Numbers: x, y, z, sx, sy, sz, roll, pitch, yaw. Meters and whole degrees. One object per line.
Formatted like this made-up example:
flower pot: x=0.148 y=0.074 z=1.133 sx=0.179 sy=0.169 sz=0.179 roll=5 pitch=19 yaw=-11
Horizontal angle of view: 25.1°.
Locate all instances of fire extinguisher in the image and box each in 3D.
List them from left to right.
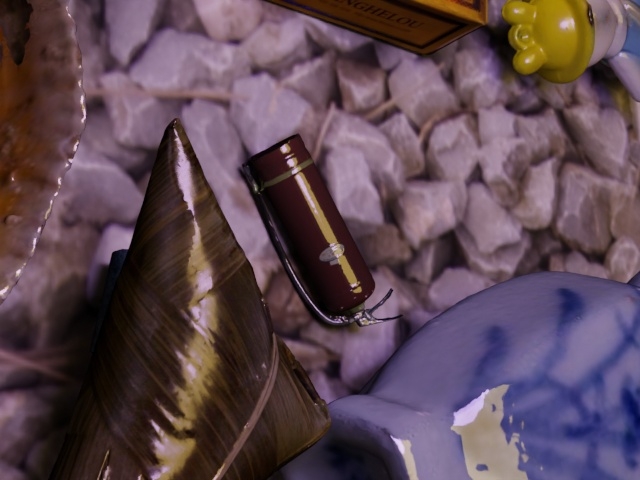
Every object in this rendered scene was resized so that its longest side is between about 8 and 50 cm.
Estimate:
fire extinguisher: x=0.000 y=0.000 z=1.067 sx=0.064 sy=0.043 sz=0.158 roll=-28 pitch=94 yaw=-9

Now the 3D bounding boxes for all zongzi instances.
zongzi: x=-0.119 y=0.093 z=0.822 sx=0.248 sy=0.111 sz=0.241 roll=-46 pitch=129 yaw=-37

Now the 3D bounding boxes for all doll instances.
doll: x=0.253 y=-0.195 z=1.277 sx=0.241 sy=0.098 sz=0.135 roll=-14 pitch=125 yaw=-37

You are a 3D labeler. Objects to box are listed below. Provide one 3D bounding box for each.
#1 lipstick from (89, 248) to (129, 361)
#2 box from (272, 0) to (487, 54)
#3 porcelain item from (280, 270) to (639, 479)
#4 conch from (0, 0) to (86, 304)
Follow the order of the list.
lipstick: x=-0.141 y=0.121 z=0.925 sx=0.053 sy=0.053 sz=0.234 roll=26 pitch=65 yaw=-28
box: x=0.038 y=-0.322 z=1.160 sx=0.192 sy=0.084 sz=0.302 roll=14 pitch=69 yaw=-33
porcelain item: x=0.170 y=0.147 z=1.061 sx=0.405 sy=0.178 sz=0.243 roll=-16 pitch=86 yaw=-43
conch: x=-0.289 y=-0.095 z=0.789 sx=0.297 sy=0.210 sz=0.352 roll=-16 pitch=110 yaw=-31
